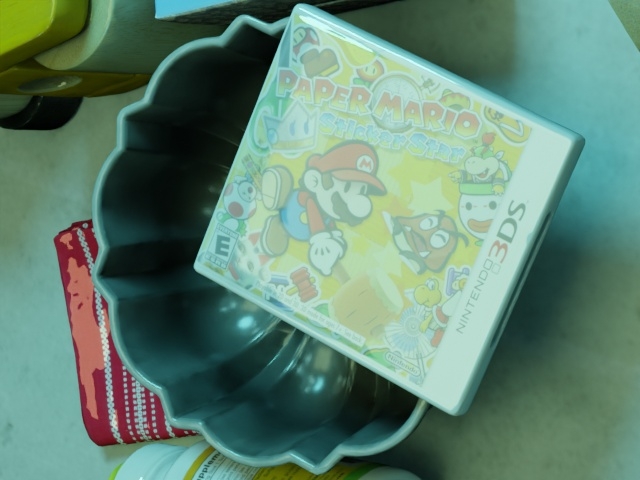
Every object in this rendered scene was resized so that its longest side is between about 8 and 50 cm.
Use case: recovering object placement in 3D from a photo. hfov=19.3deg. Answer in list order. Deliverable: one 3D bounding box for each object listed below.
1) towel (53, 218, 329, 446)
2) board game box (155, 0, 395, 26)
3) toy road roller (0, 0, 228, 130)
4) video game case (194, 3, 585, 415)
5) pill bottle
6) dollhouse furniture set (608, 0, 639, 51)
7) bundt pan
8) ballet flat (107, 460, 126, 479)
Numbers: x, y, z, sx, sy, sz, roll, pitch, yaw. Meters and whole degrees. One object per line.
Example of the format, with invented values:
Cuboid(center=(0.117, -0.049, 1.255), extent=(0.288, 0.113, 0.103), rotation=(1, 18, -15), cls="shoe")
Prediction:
Cuboid(center=(-0.106, 0.063, 1.552), extent=(0.275, 0.031, 0.199), rotation=(-11, 86, 38), cls="towel")
Cuboid(center=(-0.006, -0.318, 1.383), extent=(0.232, 0.141, 0.291), rotation=(-8, 87, 38), cls="board game box")
Cuboid(center=(-0.245, -0.229, 1.536), extent=(0.329, 0.202, 0.241), rotation=(-14, 83, 39), cls="toy road roller")
Cuboid(center=(0.040, -0.023, 1.280), extent=(0.227, 0.026, 0.206), rotation=(28, 106, 24), cls="video game case")
Cuboid(center=(-0.042, 0.223, 1.441), extent=(0.245, 0.136, 0.136), rotation=(6, 96, 38), cls="pill bottle")
Cuboid(center=(0.306, -0.139, 1.099), extent=(0.135, 0.262, 0.259), rotation=(-22, 113, 35), cls="dollhouse furniture set")
Cuboid(center=(0.000, 0.000, 1.386), extent=(0.331, 0.124, 0.331), rotation=(2, 93, 28), cls="bundt pan")
Cuboid(center=(-0.159, 0.294, 1.587), extent=(0.077, 0.077, 0.231), rotation=(10, 96, 59), cls="ballet flat")
